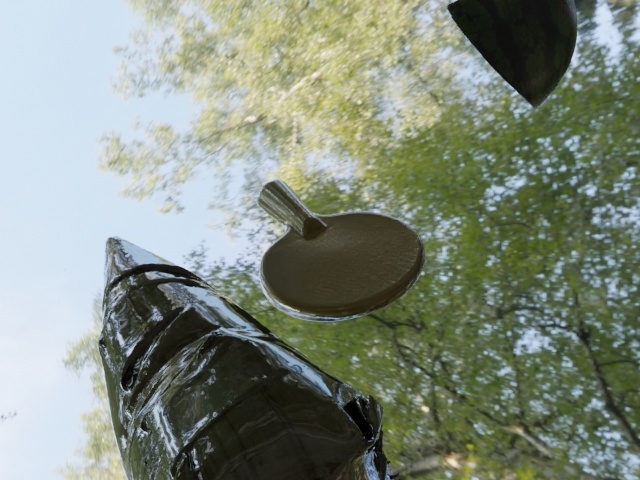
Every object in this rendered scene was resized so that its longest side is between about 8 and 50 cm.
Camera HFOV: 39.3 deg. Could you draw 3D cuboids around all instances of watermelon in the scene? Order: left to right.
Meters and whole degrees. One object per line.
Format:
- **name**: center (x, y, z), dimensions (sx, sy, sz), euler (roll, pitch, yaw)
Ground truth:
- **watermelon**: center (0.176, -0.205, 0.872), dimensions (0.135, 0.094, 0.125), euler (18, -90, -21)

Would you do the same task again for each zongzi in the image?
- **zongzi**: center (-0.059, 0.265, 0.932), dimensions (0.218, 0.467, 0.500), euler (-24, -59, -12)

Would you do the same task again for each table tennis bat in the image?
- **table tennis bat**: center (0.000, 0.000, 1.116), dimensions (0.198, 0.321, 0.050), euler (-25, -56, -15)
